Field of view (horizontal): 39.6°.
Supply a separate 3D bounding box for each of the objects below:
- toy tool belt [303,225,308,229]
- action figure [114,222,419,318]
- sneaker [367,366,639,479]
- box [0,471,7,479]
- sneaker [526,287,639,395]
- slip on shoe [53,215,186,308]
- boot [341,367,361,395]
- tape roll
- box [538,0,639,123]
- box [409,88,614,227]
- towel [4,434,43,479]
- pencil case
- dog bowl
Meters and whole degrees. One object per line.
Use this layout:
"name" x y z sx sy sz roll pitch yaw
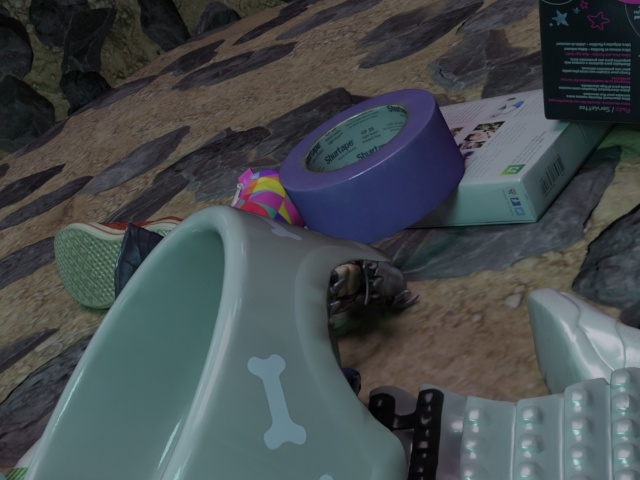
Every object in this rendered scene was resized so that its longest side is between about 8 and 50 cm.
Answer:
"toy tool belt" 0.000 0.000 1.024 0.052 0.051 0.083 -28 22 -4
"action figure" -0.047 0.045 0.856 0.284 0.099 0.185 3 -7 -1
"sneaker" 0.142 0.139 0.467 0.292 0.118 0.110 -4 42 29
"box" -0.404 0.221 0.851 0.103 0.114 0.203 -44 17 -33
"sneaker" 0.214 0.089 0.578 0.094 0.080 0.212 -18 27 -10
"slip on shoe" -0.248 0.024 1.192 0.331 0.123 0.101 -6 6 41
"boot" -0.038 0.163 0.687 0.086 0.069 0.190 7 46 25
"tape roll" 0.054 -0.080 0.966 0.189 0.080 0.189 -25 26 13
"box" 0.365 -0.209 0.900 0.247 0.142 0.163 8 36 27
"box" 0.162 -0.097 1.061 0.322 0.059 0.232 -1 33 45
"towel" -0.192 0.207 0.800 0.247 0.038 0.325 -12 27 33
"pencil case" -0.079 -0.002 1.055 0.104 0.104 0.236 -20 23 15
"dog bowl" -0.089 0.134 0.523 0.349 0.102 0.349 -49 24 31
